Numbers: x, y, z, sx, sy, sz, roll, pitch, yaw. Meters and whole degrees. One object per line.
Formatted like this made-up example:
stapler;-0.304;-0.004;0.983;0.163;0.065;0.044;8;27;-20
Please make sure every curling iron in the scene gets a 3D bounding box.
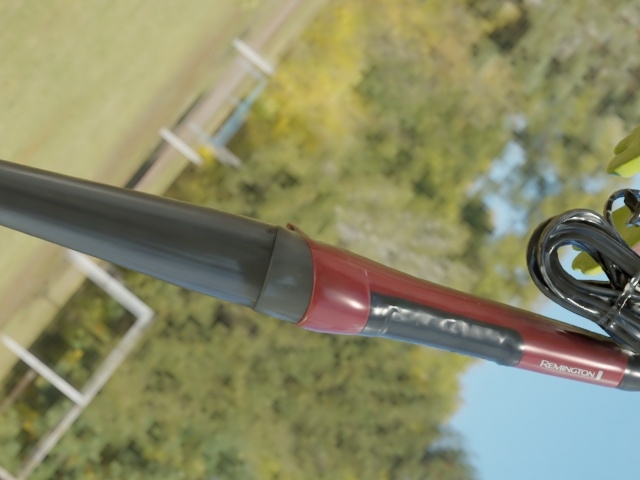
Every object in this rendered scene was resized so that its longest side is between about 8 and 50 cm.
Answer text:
curling iron;0.000;0.000;0.612;0.035;0.274;0.068;-126;-135;-87

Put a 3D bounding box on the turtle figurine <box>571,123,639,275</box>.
turtle figurine;0.217;0.050;0.904;0.087;0.217;0.269;-12;-140;56
